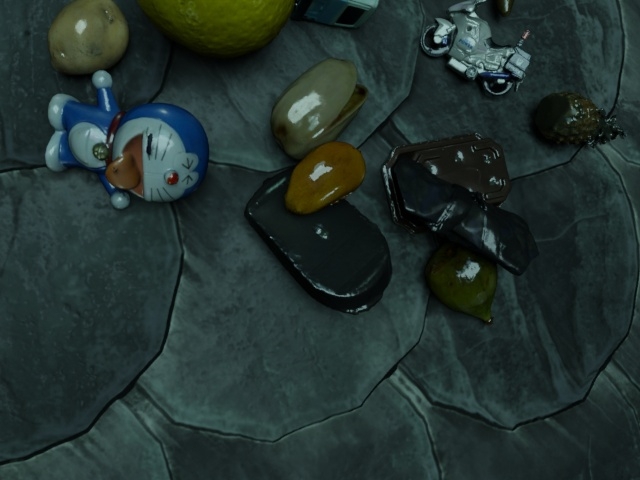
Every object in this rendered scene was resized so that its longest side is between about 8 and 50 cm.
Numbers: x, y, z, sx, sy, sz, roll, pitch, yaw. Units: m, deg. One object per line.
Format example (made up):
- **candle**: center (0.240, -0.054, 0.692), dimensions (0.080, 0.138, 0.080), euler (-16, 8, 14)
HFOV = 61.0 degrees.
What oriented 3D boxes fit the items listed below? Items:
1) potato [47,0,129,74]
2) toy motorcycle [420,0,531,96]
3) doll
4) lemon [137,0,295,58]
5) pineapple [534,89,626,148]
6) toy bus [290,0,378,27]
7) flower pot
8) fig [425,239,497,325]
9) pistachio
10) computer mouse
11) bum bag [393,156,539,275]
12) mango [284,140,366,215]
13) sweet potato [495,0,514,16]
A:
- **potato**: center (-0.387, -0.340, 0.901), dimensions (0.112, 0.112, 0.147), euler (36, 72, -7)
- **toy motorcycle**: center (0.319, -0.389, 1.070), dimensions (0.221, 0.102, 0.150), euler (32, 100, -5)
- **doll**: center (-0.310, -0.155, 0.874), dimensions (0.257, 0.161, 0.215), euler (8, 111, -1)
- **lemon**: center (-0.168, -0.434, 0.870), dimensions (0.293, 0.293, 0.293), euler (1, 85, -12)
- **pineapple**: center (0.536, -0.240, 1.107), dimensions (0.198, 0.108, 0.108), euler (6, 84, -24)
- **toy bus**: center (0.043, -0.544, 1.001), dimensions (0.165, 0.133, 0.271), euler (9, 86, -17)
- **flower pot**: center (0.253, -0.116, 1.033), dimensions (0.251, 0.084, 0.178), euler (-12, 88, -13)
- **fig**: center (0.286, 0.080, 1.004), dimensions (0.185, 0.126, 0.133), euler (41, 64, -2)
- **pistachio**: center (-0.002, -0.232, 0.964), dimensions (0.206, 0.131, 0.129), euler (-47, 137, -12)
- **computer mouse**: center (0.000, 0.003, 0.966), dimensions (0.168, 0.087, 0.295), euler (-39, 78, -25)
- **bum bag**: center (0.253, -0.040, 0.936), dimensions (0.310, 0.074, 0.137), euler (26, 48, -9)
- **mango**: center (0.011, -0.106, 0.918), dimensions (0.159, 0.084, 0.105), euler (-43, 138, -26)
- **sweet potato**: center (0.395, -0.571, 1.115), dimensions (0.077, 0.077, 0.243), euler (14, 91, -11)
